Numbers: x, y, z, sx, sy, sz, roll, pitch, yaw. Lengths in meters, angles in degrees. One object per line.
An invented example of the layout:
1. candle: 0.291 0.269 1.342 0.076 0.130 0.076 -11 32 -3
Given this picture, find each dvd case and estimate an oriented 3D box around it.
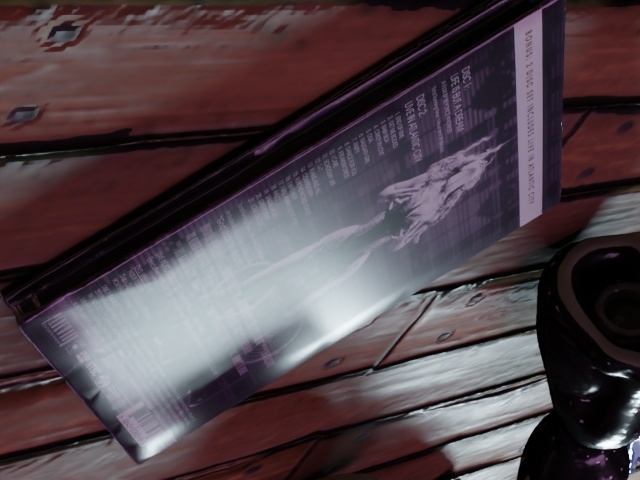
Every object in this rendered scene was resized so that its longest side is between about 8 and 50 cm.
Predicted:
1. dvd case: 0.000 0.000 0.571 0.221 0.018 0.164 -31 154 -6

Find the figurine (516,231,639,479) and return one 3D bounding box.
1. figurine: 0.208 0.062 0.835 0.215 0.092 0.209 -26 149 -21

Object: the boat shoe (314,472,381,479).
1. boat shoe: -0.021 0.176 0.826 0.137 0.049 0.043 -29 161 -15

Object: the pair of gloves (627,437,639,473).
1. pair of gloves: 0.233 0.183 1.191 0.198 0.023 0.159 -37 154 3

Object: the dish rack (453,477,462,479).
1. dish rack: 0.015 0.230 0.876 0.208 0.074 0.271 -37 168 1
